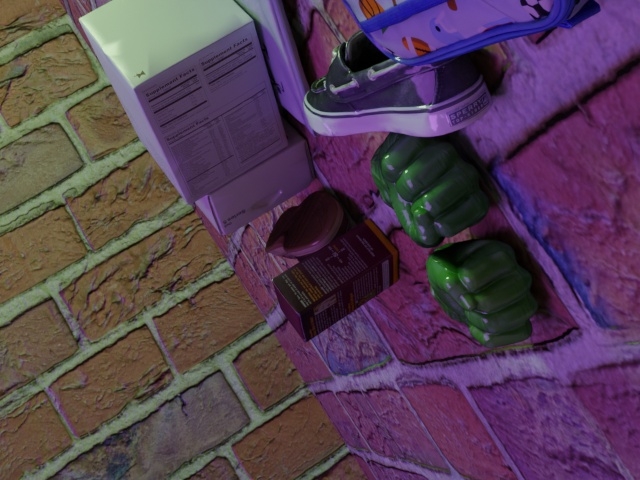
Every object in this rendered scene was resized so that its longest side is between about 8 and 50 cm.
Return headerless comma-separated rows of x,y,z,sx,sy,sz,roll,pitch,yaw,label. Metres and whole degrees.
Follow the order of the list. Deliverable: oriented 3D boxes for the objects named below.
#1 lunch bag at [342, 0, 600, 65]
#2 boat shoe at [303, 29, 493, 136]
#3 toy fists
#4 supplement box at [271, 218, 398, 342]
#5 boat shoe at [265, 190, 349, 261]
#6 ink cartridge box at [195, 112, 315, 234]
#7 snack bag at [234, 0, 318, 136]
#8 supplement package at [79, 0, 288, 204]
0.082,-0.241,0.594,0.243,0.115,0.303,54,168,-16,lunch bag
0.057,-0.173,0.875,0.102,0.108,0.301,63,163,-21,boat shoe
0.150,-0.002,0.948,0.279,0.096,0.142,62,165,-11,toy fists
0.026,0.064,1.328,0.081,0.188,0.104,51,165,28,supplement box
0.000,0.000,1.497,0.123,0.123,0.342,30,166,-13,boat shoe
-0.168,-0.170,1.472,0.273,0.198,0.115,48,163,33,ink cartridge box
-0.116,-0.351,1.237,0.342,0.037,0.323,46,163,42,snack bag
-0.202,-0.240,1.289,0.199,0.198,0.263,50,166,34,supplement package
